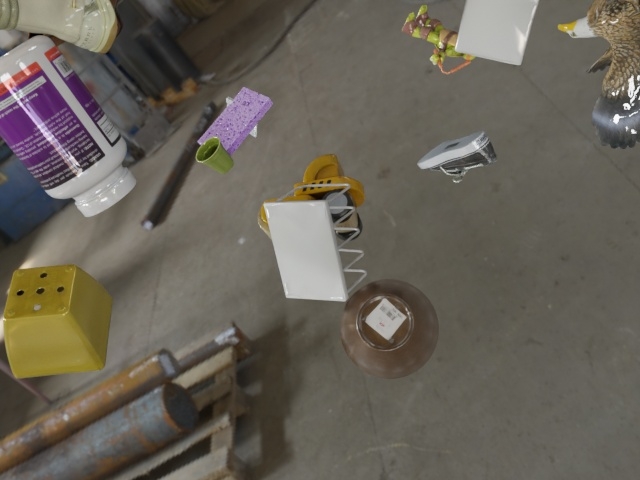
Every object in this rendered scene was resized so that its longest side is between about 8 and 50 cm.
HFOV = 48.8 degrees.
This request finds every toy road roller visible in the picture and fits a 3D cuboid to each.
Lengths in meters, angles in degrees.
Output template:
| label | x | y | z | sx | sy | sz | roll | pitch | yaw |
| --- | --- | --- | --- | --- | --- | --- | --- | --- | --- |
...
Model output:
| label | x | y | z | sx | sy | sz | roll | pitch | yaw |
| --- | --- | --- | --- | --- | --- | --- | --- | --- | --- |
| toy road roller | -0.024 | -0.128 | 2.221 | 0.329 | 0.202 | 0.241 | -9 | 66 | 12 |

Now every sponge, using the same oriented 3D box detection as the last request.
| label | x | y | z | sx | sy | sz | roll | pitch | yaw |
| --- | --- | --- | --- | --- | --- | --- | --- | --- | --- |
| sponge | -0.237 | -0.327 | 1.966 | 0.117 | 0.031 | 0.210 | 31 | 78 | 37 |

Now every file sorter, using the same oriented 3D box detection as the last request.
| label | x | y | z | sx | sy | sz | roll | pitch | yaw |
| --- | --- | --- | --- | --- | --- | --- | --- | --- | --- |
| file sorter | 0.000 | 0.000 | 1.918 | 0.192 | 0.278 | 0.173 | 1 | 23 | 33 |

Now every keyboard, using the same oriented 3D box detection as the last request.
| label | x | y | z | sx | sy | sz | roll | pitch | yaw |
| --- | --- | --- | --- | --- | --- | --- | --- | --- | --- |
| keyboard | -0.239 | -0.374 | 2.126 | 0.014 | 0.072 | 0.256 | -10 | 25 | -24 |

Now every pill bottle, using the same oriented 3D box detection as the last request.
| label | x | y | z | sx | sy | sz | roll | pitch | yaw |
| --- | --- | --- | --- | --- | --- | --- | --- | --- | --- |
| pill bottle | -0.496 | -0.208 | 1.336 | 0.181 | 0.323 | 0.181 | -26 | 25 | 13 |

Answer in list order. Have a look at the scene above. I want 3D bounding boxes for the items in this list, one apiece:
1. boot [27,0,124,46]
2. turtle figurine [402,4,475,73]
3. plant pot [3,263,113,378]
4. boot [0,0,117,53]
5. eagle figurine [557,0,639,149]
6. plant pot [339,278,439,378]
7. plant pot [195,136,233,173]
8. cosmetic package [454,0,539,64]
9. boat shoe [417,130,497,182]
| label | x | y | z | sx | sy | sz | roll | pitch | yaw |
| --- | --- | --- | --- | --- | --- | --- | --- | --- | --- |
| boot | -0.607 | -0.518 | 1.759 | 0.280 | 0.096 | 0.264 | -51 | 13 | -30 |
| turtle figurine | 0.340 | -0.537 | 1.864 | 0.217 | 0.087 | 0.269 | 37 | 64 | 16 |
| plant pot | -0.621 | 0.171 | 1.636 | 0.212 | 0.187 | 0.212 | -6 | 49 | -2 |
| boot | -0.354 | -0.318 | 0.841 | 0.077 | 0.165 | 0.213 | -47 | 63 | 34 |
| eagle figurine | 0.496 | -0.327 | 1.132 | 0.226 | 0.298 | 0.225 | -40 | 43 | 1 |
| plant pot | 0.134 | 0.170 | 1.421 | 0.215 | 0.215 | 0.230 | -41 | -13 | -1 |
| plant pot | -0.273 | -0.218 | 1.869 | 0.083 | 0.079 | 0.083 | -23 | 45 | 25 |
| cosmetic package | 0.408 | -0.595 | 1.507 | 0.156 | 0.385 | 0.217 | 13 | 31 | 9 |
| boat shoe | 0.397 | -0.233 | 2.044 | 0.113 | 0.105 | 0.306 | -43 | 14 | -27 |
